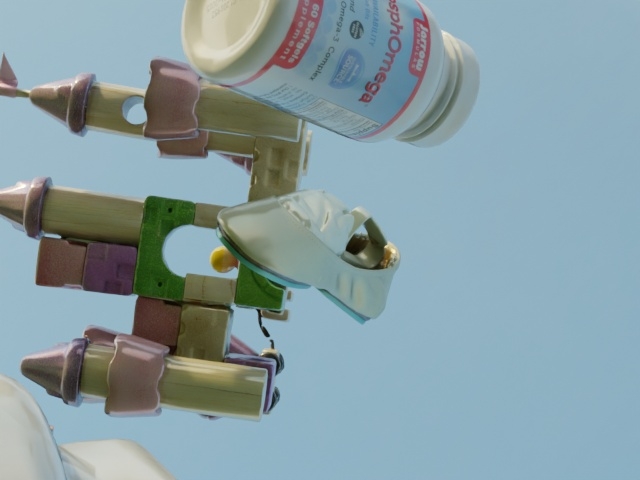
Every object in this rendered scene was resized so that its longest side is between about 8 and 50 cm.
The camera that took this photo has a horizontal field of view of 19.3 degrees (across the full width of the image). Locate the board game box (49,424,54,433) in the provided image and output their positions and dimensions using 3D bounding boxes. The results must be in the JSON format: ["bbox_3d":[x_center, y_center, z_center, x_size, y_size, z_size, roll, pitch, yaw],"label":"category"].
[{"bbox_3d":[-0.380,0.317,1.760,0.141,0.232,0.291,20,-72,1],"label":"board game box"}]

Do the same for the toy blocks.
[{"bbox_3d":[-0.153,0.004,1.568,0.260,0.309,0.288,7,-92,2],"label":"toy blocks"}]

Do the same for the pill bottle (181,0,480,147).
[{"bbox_3d":[0.010,-0.104,1.028,0.087,0.160,0.087,-21,-120,43],"label":"pill bottle"}]

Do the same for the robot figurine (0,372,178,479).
[{"bbox_3d":[-0.226,0.162,0.783,0.200,0.354,0.299,-165,-107,-69],"label":"robot figurine"}]

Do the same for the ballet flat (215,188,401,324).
[{"bbox_3d":[0.000,0.000,1.473,0.086,0.248,0.086,-5,-104,22],"label":"ballet flat"}]
